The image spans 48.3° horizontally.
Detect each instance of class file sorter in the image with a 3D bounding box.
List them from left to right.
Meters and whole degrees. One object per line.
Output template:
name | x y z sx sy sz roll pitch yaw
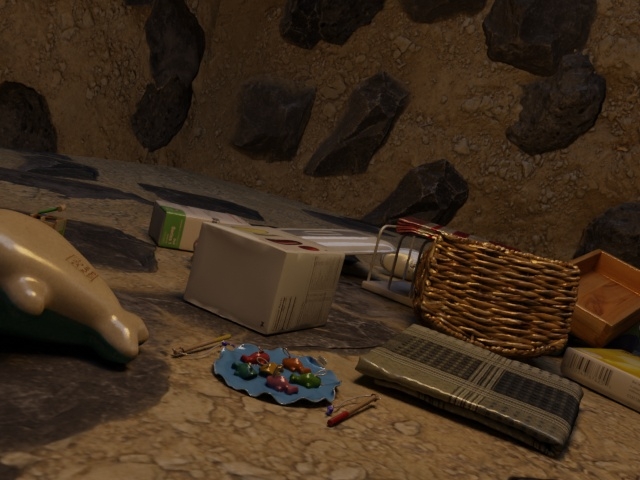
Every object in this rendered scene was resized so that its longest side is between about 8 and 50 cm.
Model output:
file sorter | 0.284 0.081 1.795 0.277 0.173 0.192 20 10 37

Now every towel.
towel | 0.348 0.006 1.695 0.329 0.037 0.237 18 8 12
towel | 0.243 0.230 1.142 0.324 0.056 0.312 20 12 22

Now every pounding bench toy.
pounding bench toy | -0.560 -0.041 1.458 0.065 0.083 0.052 15 8 -2

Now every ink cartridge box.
ink cartridge box | -0.305 -0.027 1.795 0.219 0.093 0.160 11 9 -24
ink cartridge box | 0.683 0.292 1.392 0.307 0.072 0.303 5 11 -40

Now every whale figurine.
whale figurine | -0.354 0.079 0.909 0.272 0.141 0.216 38 4 -9

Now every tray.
tray | 0.664 0.130 1.705 0.203 0.076 0.411 34 31 33

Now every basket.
basket | 0.341 0.132 1.457 0.299 0.214 0.223 14 -11 2

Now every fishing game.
fishing game | -0.055 0.175 0.987 0.264 0.041 0.189 19 11 29

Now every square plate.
square plate | 0.000 0.000 2.020 0.347 0.049 0.344 1 6 -17

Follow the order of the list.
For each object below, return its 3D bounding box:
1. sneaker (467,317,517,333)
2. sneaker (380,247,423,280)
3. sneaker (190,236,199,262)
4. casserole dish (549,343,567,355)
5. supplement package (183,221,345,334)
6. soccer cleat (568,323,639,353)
sneaker | 0.410 0.135 1.647 0.108 0.121 0.302 3 6 45
sneaker | 0.304 0.084 2.101 0.258 0.094 0.091 15 3 -2
sneaker | -0.227 0.011 1.626 0.111 0.103 0.252 16 7 0
casserole dish | 0.500 0.225 1.651 0.114 0.037 0.188 14 7 4
supplement package | -0.099 0.063 1.299 0.194 0.149 0.203 18 8 29
soccer cleat | 0.652 0.199 1.798 0.289 0.121 0.093 17 8 22
